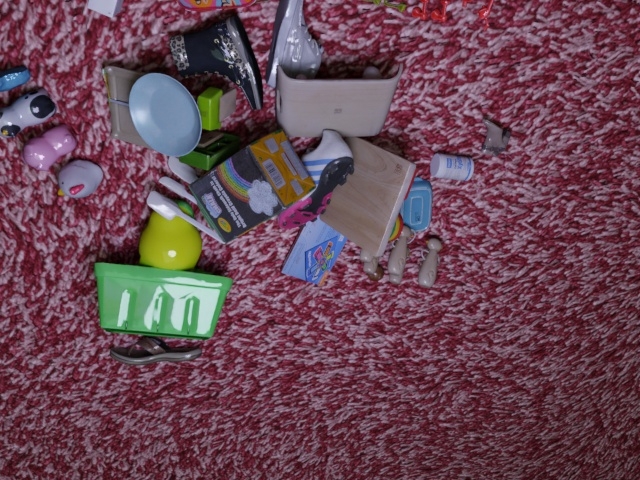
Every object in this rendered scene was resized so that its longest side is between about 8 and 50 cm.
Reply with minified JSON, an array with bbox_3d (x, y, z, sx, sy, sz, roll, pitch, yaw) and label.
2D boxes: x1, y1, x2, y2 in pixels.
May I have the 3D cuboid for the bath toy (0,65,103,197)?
[{"bbox_3d":[-0.679,-0.239,1.358,0.151,0.129,0.348,-26,121,5],"label":"bath toy"}]

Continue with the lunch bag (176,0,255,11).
[{"bbox_3d":[-0.246,-0.642,1.177,0.258,0.120,0.293,4,122,19],"label":"lunch bag"}]

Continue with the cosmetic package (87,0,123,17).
[{"bbox_3d":[-0.438,-0.615,1.200,0.060,0.099,0.239,18,114,-19],"label":"cosmetic package"}]

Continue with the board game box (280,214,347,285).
[{"bbox_3d":[0.000,0.000,1.669,0.145,0.027,0.281,20,114,-18],"label":"board game box"}]

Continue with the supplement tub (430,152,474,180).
[{"bbox_3d":[0.376,-0.209,1.587,0.107,0.071,0.071,5,119,-13],"label":"supplement tub"}]

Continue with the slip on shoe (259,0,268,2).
[{"bbox_3d":[-0.173,-0.581,1.300,0.135,0.041,0.051,-3,139,13],"label":"slip on shoe"}]

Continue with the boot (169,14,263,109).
[{"bbox_3d":[-0.247,-0.417,1.362,0.178,0.085,0.236,-10,132,9],"label":"boot"}]

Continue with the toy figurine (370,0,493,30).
[{"bbox_3d":[0.287,-0.648,1.292,0.362,0.217,0.191,23,141,26],"label":"toy figurine"}]

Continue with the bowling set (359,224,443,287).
[{"bbox_3d":[0.202,0.037,1.682,0.287,0.200,0.154,24,71,-25],"label":"bowling set"}]

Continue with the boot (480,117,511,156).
[{"bbox_3d":[0.484,-0.287,1.579,0.118,0.042,0.087,22,116,-20],"label":"boot"}]

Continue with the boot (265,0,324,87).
[{"bbox_3d":[-0.049,-0.491,1.352,0.123,0.095,0.258,5,127,-19],"label":"boot"}]

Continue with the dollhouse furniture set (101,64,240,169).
[{"bbox_3d":[-0.365,-0.324,1.384,0.301,0.151,0.198,18,125,14],"label":"dollhouse furniture set"}]

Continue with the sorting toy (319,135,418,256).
[{"bbox_3d":[0.139,-0.122,1.492,0.089,0.257,0.256,4,112,-41],"label":"sorting toy"}]

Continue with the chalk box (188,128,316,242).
[{"bbox_3d":[-0.194,-0.125,1.424,0.288,0.179,0.180,-25,99,34],"label":"chalk box"}]

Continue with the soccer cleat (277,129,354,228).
[{"bbox_3d":[-0.023,-0.163,1.521,0.116,0.143,0.331,2,146,-38],"label":"soccer cleat"}]

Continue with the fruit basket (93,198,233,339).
[{"bbox_3d":[-0.431,0.081,1.554,0.391,0.283,0.392,4,76,-15],"label":"fruit basket"}]

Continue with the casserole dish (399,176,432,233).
[{"bbox_3d":[0.281,-0.096,1.657,0.114,0.037,0.189,-6,121,-6],"label":"casserole dish"}]

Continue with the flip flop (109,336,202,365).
[{"bbox_3d":[-0.512,0.338,1.740,0.276,0.112,0.080,-1,94,-7],"label":"flip flop"}]

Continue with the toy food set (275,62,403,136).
[{"bbox_3d":[0.039,-0.362,1.400,0.305,0.093,0.220,-2,156,-7],"label":"toy food set"}]

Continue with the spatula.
[{"bbox_3d":[-0.334,-0.100,1.495,0.242,0.168,0.019,36,142,-29],"label":"spatula"}]

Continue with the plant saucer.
[{"bbox_3d":[-0.348,-0.291,1.277,0.194,0.037,0.195,12,123,18],"label":"plant saucer"}]
